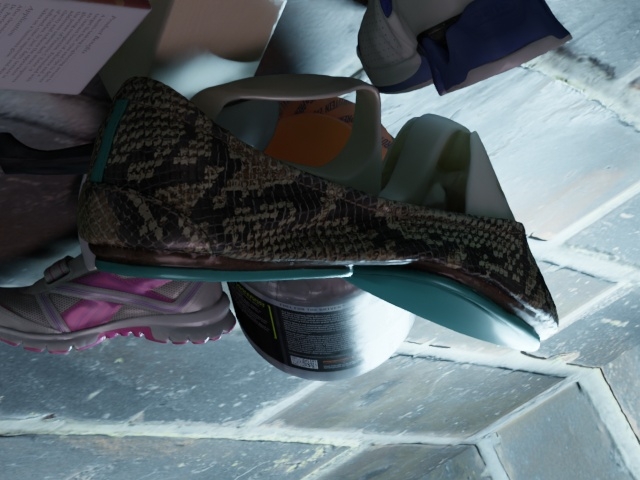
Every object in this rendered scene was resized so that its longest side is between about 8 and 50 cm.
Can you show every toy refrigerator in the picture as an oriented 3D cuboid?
[{"bbox_3d":[-0.084,-0.195,1.158,0.102,0.094,0.269,-19,160,-26],"label":"toy refrigerator"}]

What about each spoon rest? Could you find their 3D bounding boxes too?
[{"bbox_3d":[-0.133,-0.060,1.378,0.137,0.084,0.276,-22,172,-38],"label":"spoon rest"}]

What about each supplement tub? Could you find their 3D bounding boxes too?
[{"bbox_3d":[0.000,0.000,1.560,0.193,0.194,0.316,-23,159,-6],"label":"supplement tub"}]

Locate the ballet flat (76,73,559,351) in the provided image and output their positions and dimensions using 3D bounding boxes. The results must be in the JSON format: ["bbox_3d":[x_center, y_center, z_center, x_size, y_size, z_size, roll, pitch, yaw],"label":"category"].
[{"bbox_3d":[0.032,-0.030,1.278,0.482,0.182,0.164,13,176,-42],"label":"ballet flat"}]

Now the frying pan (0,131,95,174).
[{"bbox_3d":[-0.286,-0.061,1.220,0.326,0.053,0.197,-20,159,18],"label":"frying pan"}]

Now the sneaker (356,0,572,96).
[{"bbox_3d":[0.090,-0.215,1.266,0.127,0.182,0.315,-21,-172,-7],"label":"sneaker"}]

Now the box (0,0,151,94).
[{"bbox_3d":[-0.212,-0.170,1.013,0.170,0.130,0.091,-2,148,-48],"label":"box"}]

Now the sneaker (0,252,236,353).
[{"bbox_3d":[-0.208,0.039,1.565,0.252,0.111,0.103,-4,-169,-9],"label":"sneaker"}]
